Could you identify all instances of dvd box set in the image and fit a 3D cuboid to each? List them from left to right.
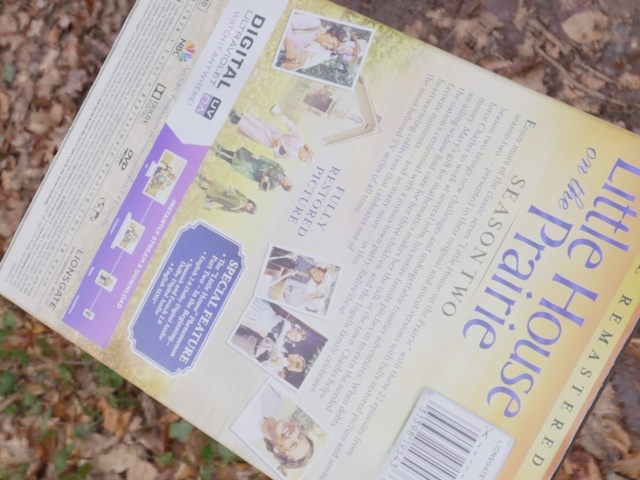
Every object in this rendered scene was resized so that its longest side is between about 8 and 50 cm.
[{"bbox_3d":[0.000,0.000,0.597,0.420,0.062,0.308,28,92,20],"label":"dvd box set"}]
